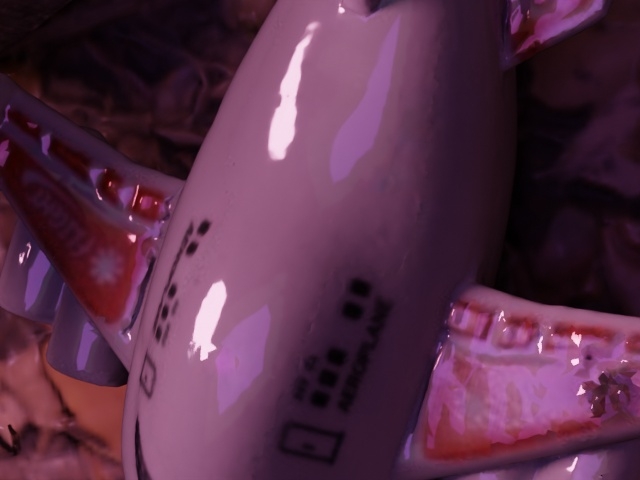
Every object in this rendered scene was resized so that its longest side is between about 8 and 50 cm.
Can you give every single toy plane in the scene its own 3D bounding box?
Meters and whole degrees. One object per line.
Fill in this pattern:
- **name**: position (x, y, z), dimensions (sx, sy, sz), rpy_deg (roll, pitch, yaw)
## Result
- **toy plane**: position (0.002, 0.000, 0.460), dimensions (0.252, 0.118, 0.252), rpy_deg (1, 94, 23)

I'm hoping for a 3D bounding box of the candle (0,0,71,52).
- **candle**: position (-0.126, -0.147, 0.529), dimensions (0.192, 0.068, 0.168), rpy_deg (10, 95, 24)
